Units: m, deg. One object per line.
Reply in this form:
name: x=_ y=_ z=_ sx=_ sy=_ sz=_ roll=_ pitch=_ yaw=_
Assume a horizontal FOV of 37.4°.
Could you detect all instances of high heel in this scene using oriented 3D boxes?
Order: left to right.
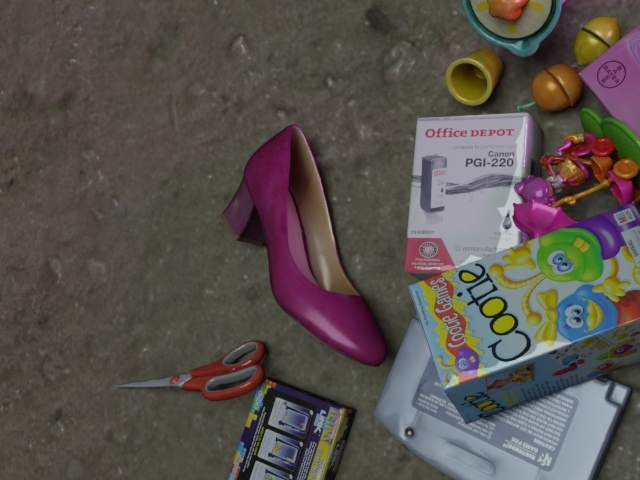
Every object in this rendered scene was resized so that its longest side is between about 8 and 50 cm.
high heel: x=0.000 y=0.000 z=1.323 sx=0.377 sy=0.127 sz=0.181 roll=46 pitch=111 yaw=30

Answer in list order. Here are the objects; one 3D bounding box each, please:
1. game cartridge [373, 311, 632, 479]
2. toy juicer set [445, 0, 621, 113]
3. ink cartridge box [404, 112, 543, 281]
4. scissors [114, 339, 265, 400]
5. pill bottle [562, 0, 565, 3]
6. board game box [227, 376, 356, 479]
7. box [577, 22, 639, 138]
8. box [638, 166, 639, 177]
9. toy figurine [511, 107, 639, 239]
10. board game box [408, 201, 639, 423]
game cartridge: x=0.222 y=0.220 z=1.212 sx=0.294 sy=0.060 sz=0.196 roll=23 pitch=86 yaw=29
toy juicer set: x=0.275 y=-0.297 z=1.183 sx=0.209 sy=0.089 sz=0.328 roll=24 pitch=132 yaw=23
ink cartridge box: x=0.205 y=-0.054 z=1.259 sx=0.159 sy=0.092 sz=0.217 roll=1 pitch=77 yaw=26
scissors: x=-0.207 y=0.215 z=1.413 sx=0.297 sy=0.021 sz=0.109 roll=-17 pitch=33 yaw=22
pill bottle: x=0.243 y=-0.398 z=1.301 sx=0.216 sy=0.121 sz=0.121 roll=39 pitch=97 yaw=27
board game box: x=-0.043 y=0.294 z=1.330 sx=0.141 sy=0.048 sz=0.170 roll=17 pitch=86 yaw=27
box: x=0.478 y=-0.185 z=1.125 sx=0.243 sy=0.117 sz=0.213 roll=-39 pitch=64 yaw=20
box: x=0.491 y=0.041 z=0.894 sx=0.296 sy=0.183 sz=0.293 roll=-15 pitch=77 yaw=30
toy figurine: x=0.300 y=-0.068 z=1.153 sx=0.159 sy=0.130 sz=0.173 roll=-29 pitch=47 yaw=-1
board game box: x=0.266 y=0.089 z=1.118 sx=0.275 sy=0.144 sz=0.142 roll=-21 pitch=59 yaw=9
